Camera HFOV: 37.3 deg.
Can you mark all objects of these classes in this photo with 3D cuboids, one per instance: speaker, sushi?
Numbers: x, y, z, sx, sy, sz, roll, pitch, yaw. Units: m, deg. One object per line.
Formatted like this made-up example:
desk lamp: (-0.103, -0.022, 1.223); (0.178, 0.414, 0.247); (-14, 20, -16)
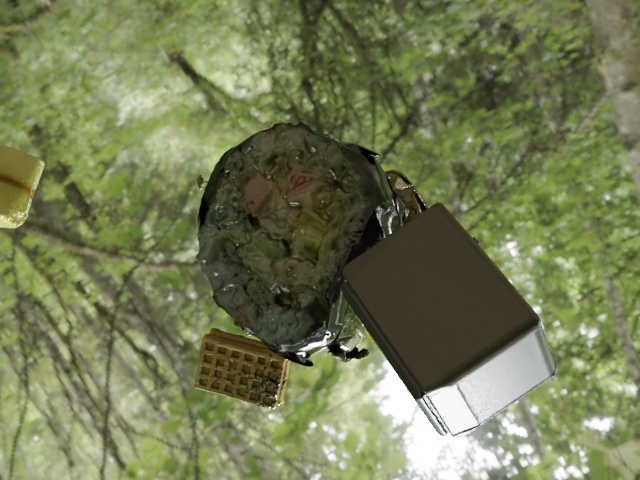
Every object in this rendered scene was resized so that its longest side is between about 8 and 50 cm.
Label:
speaker: (0.165, 0.103, 1.218); (0.192, 0.153, 0.231); (-33, -130, -1)
sushi: (0.000, 0.000, 1.486); (0.328, 0.328, 0.285); (25, -172, 31)

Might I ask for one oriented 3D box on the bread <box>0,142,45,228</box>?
bread: (-0.702, -0.145, 1.872); (0.163, 0.264, 0.168); (1, -113, 24)

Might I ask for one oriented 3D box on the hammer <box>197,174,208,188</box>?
hammer: (-0.191, -0.117, 1.934); (0.122, 0.029, 0.014); (2, 179, -12)

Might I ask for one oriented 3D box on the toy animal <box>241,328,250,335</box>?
toy animal: (-0.106, 0.129, 2.100); (0.099, 0.057, 0.241); (9, -143, 9)

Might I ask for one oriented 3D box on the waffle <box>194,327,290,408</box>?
waffle: (-0.126, 0.211, 1.545); (0.147, 0.103, 0.042); (15, -165, 9)
